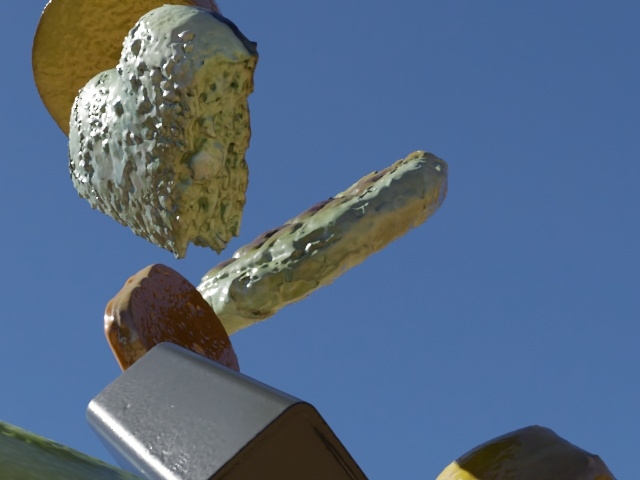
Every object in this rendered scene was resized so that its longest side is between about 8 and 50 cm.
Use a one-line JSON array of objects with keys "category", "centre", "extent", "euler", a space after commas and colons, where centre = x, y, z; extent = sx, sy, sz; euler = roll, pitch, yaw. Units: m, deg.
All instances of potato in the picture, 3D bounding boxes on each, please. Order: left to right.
[{"category": "potato", "centre": [-0.153, -0.177, 1.690], "extent": [0.203, 0.158, 0.178], "euler": [37, -61, -25]}]

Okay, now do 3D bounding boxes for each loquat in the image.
[{"category": "loquat", "centre": [0.176, 0.296, 1.741], "extent": [0.246, 0.213, 0.213], "euler": [-53, -34, -6]}]

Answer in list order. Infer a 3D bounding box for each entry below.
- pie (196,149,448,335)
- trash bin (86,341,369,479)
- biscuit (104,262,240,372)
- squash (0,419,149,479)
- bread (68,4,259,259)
[{"category": "pie", "centre": [0.000, 0.000, 1.930], "extent": [0.306, 0.071, 0.306], "euler": [-28, 5, 2]}, {"category": "trash bin", "centre": [-0.061, 0.175, 1.384], "extent": [0.115, 0.225, 0.165], "euler": [-42, -63, -15]}, {"category": "biscuit", "centre": [-0.130, 0.106, 1.715], "extent": [0.050, 0.170, 0.170], "euler": [-33, -36, 21]}, {"category": "squash", "centre": [-0.035, 0.231, 0.758], "extent": [0.309, 0.210, 0.233], "euler": [26, -81, -1]}, {"category": "bread", "centre": [-0.114, -0.064, 1.377], "extent": [0.064, 0.172, 0.232], "euler": [-17, -9, -35]}]
